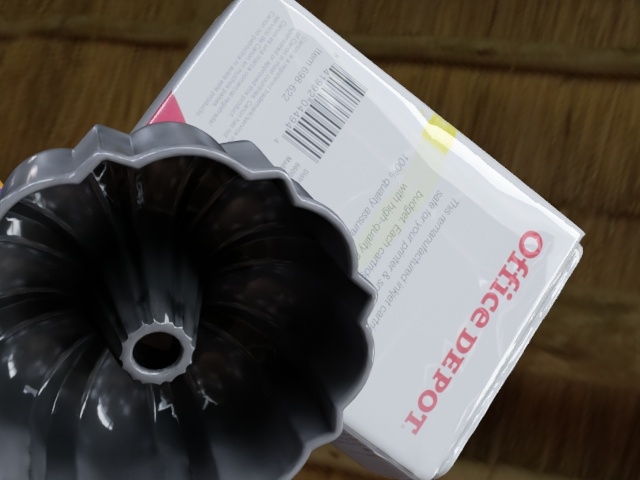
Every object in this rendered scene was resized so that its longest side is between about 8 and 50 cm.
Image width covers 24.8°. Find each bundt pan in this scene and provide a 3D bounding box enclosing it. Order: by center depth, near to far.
[{"bbox_3d":[-0.131,0.053,1.090,0.330,0.124,0.331,-7,-60,-12],"label":"bundt pan"}]

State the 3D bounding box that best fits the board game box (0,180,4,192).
[{"bbox_3d":[-0.454,0.082,1.551,0.356,0.356,0.357,44,-13,45],"label":"board game box"}]

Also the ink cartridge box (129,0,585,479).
[{"bbox_3d":[0.000,0.000,1.317,0.384,0.279,0.160,38,-15,-11],"label":"ink cartridge box"}]
